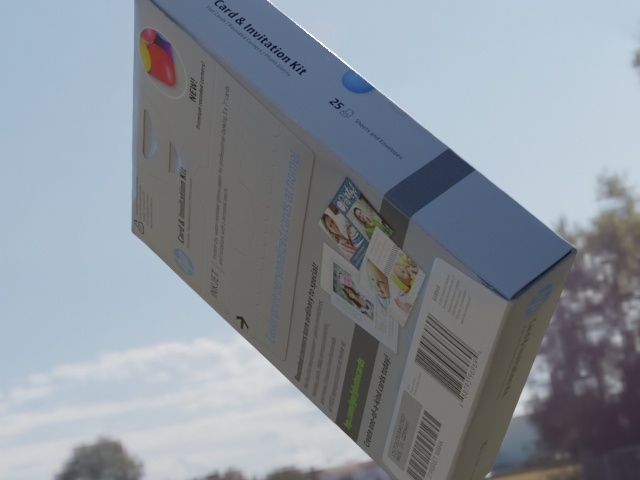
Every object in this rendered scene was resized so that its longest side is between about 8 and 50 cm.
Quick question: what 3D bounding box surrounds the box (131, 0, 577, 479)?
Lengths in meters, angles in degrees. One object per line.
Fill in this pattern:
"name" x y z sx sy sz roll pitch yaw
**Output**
"box" 0.000 0.000 0.547 0.038 0.186 0.145 -35 -27 -30
